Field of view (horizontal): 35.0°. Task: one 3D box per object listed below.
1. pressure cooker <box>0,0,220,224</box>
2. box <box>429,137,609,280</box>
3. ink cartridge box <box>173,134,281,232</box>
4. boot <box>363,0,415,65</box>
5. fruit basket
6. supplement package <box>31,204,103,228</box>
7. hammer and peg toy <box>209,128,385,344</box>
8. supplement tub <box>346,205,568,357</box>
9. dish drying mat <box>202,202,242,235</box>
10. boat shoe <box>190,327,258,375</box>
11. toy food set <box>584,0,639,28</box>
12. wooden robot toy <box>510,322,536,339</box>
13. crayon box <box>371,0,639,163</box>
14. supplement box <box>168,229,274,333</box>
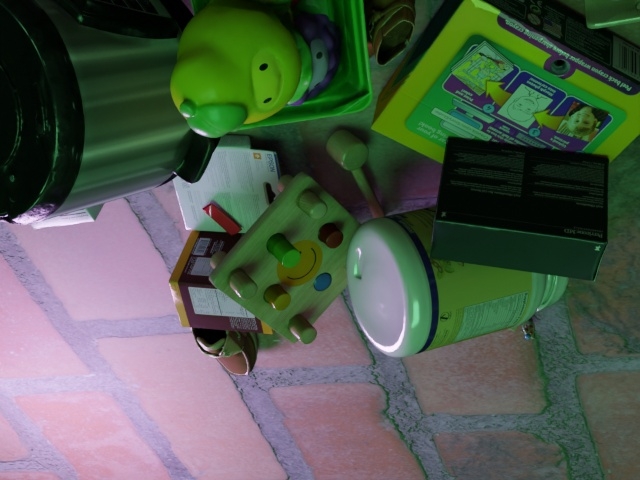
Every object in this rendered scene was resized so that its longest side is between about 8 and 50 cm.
[{"bbox_3d":[-0.376,-0.238,1.589,0.375,0.420,0.370,-9,98,37],"label":"pressure cooker"},{"bbox_3d":[0.316,-0.051,1.608,0.261,0.184,0.103,8,139,8],"label":"box"},{"bbox_3d":[-0.171,-0.105,1.948,0.224,0.045,0.223,5,135,13],"label":"ink cartridge box"},{"bbox_3d":[0.090,-0.317,1.564,0.073,0.152,0.197,8,139,-15],"label":"boot"},{"bbox_3d":[-0.073,-0.298,1.458,0.282,0.392,0.392,-9,134,1],"label":"fruit basket"},{"bbox_3d":[-0.489,-0.164,1.873,0.149,0.194,0.203,-6,132,24],"label":"supplement package"},{"bbox_3d":[0.000,0.000,1.822,0.361,0.127,0.266,-48,132,-1],"label":"hammer and peg toy"},{"bbox_3d":[0.238,0.053,1.763,0.331,0.241,0.241,-12,144,-25],"label":"supplement tub"},{"bbox_3d":[-0.192,-0.041,1.979,0.032,0.008,0.083,-28,121,35],"label":"dish drying mat"},{"bbox_3d":[-0.233,0.198,2.230,0.122,0.120,0.324,-3,134,20],"label":"boat shoe"},{"bbox_3d":[0.448,-0.440,1.381,0.219,0.092,0.306,-6,134,22],"label":"toy food set"},{"bbox_3d":[0.377,0.131,2.038,0.173,0.076,0.079,27,101,-11],"label":"wooden robot toy"},{"bbox_3d":[0.315,-0.229,1.632,0.363,0.106,0.313,25,138,-12],"label":"crayon box"},{"bbox_3d":[-0.171,0.068,2.022,0.194,0.191,0.129,4,133,13],"label":"supplement box"}]
